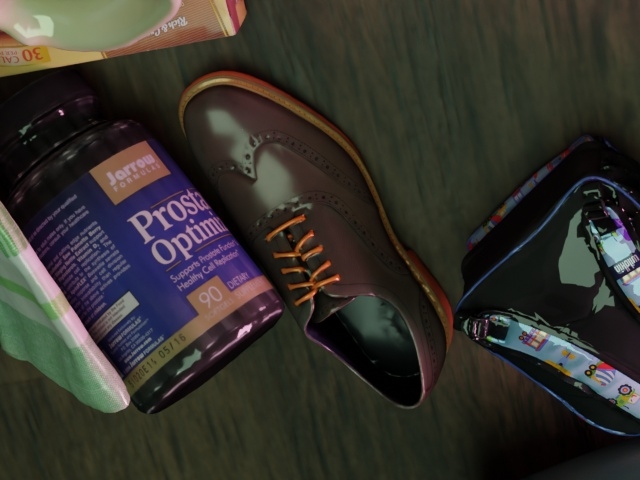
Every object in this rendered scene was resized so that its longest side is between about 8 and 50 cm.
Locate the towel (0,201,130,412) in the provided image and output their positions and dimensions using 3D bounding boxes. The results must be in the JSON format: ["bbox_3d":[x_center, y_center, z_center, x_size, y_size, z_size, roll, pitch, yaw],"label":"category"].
[{"bbox_3d":[-0.256,-0.037,1.053,0.038,0.248,0.325,-37,110,-17],"label":"towel"}]

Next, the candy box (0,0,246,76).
[{"bbox_3d":[-0.152,-0.176,1.060,0.187,0.053,0.109,-8,114,12],"label":"candy box"}]

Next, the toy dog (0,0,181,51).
[{"bbox_3d":[-0.128,-0.353,0.804,0.285,0.408,0.395,19,164,-30],"label":"toy dog"}]

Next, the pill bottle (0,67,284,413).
[{"bbox_3d":[-0.135,-0.002,1.079,0.123,0.123,0.219,-40,85,22],"label":"pill bottle"}]

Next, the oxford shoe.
[{"bbox_3d":[0.000,0.000,1.099,0.097,0.098,0.271,-36,107,21],"label":"oxford shoe"}]

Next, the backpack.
[{"bbox_3d":[0.197,0.037,1.082,0.173,0.117,0.158,38,114,-10],"label":"backpack"}]

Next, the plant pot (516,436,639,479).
[{"bbox_3d":[0.261,0.258,1.100,0.235,0.293,0.293,-28,110,1],"label":"plant pot"}]
